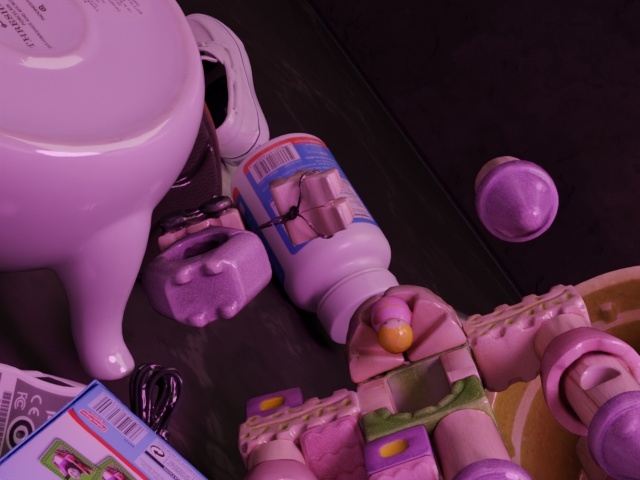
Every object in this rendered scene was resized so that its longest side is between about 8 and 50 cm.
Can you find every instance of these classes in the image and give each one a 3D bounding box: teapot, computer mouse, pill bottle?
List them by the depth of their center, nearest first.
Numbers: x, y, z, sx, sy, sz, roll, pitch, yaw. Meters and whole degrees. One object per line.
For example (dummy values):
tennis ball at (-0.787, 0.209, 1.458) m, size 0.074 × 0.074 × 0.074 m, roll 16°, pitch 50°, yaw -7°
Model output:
computer mouse at (-0.152, 0.104, 0.686) m, size 0.193 × 0.042 × 0.106 m, roll 25°, pitch 73°, yaw -52°
teapot at (-0.207, -0.076, 0.763) m, size 0.252 × 0.187 × 0.256 m, roll 16°, pitch 46°, yaw -21°
pill bottle at (0.000, 0.000, 1.368) m, size 0.124 × 0.124 × 0.221 m, roll 31°, pitch 25°, yaw -57°

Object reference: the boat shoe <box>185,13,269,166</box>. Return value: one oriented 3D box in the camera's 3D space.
boat shoe at (-0.134, -0.204, 1.539) m, size 0.084 × 0.095 × 0.258 m, roll 42°, pitch 14°, yaw -50°

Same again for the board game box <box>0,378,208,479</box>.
board game box at (-0.082, 0.152, 0.521) m, size 0.160 × 0.039 × 0.211 m, roll 42°, pitch 15°, yaw 1°

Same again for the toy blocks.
toy blocks at (0.067, 0.115, 0.768) m, size 0.260 × 0.288 × 0.309 m, roll -98°, pitch 168°, yaw -73°

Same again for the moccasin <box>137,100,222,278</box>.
moccasin at (-0.190, -0.127, 0.963) m, size 0.147 × 0.139 × 0.380 m, roll 42°, pitch -13°, yaw 53°

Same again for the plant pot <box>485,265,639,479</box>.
plant pot at (0.288, 0.193, 1.038) m, size 0.276 × 0.276 × 0.254 m, roll 58°, pitch 3°, yaw 28°
